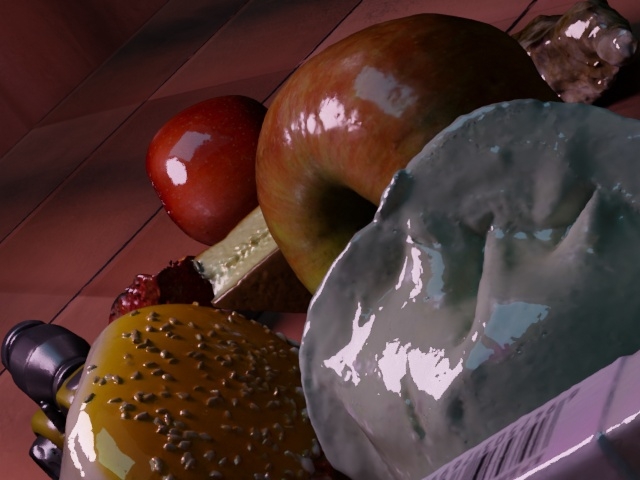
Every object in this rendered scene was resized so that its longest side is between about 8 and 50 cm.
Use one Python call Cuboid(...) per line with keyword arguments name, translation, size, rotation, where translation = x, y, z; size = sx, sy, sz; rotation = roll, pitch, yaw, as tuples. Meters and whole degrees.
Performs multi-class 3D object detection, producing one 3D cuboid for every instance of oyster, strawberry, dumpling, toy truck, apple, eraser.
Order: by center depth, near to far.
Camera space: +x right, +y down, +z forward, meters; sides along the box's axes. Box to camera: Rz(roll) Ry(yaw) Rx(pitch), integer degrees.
Cuboid(name="eraser", translation=(0.149, 0.156, 0.784), size=(0.287, 0.130, 0.086), rotation=(-41, 11, 39))
Cuboid(name="dumpling", translation=(0.150, 0.073, 0.959), size=(0.320, 0.212, 0.270), rotation=(-25, 58, -6))
Cuboid(name="apple", translation=(0.097, -0.060, 1.198), size=(0.250, 0.277, 0.309), rotation=(-33, 31, -35))
Cuboid(name="toy truck", translation=(-0.225, 0.157, 1.393), size=(0.147, 0.165, 0.224), rotation=(-44, 23, -17))
Cuboid(name="strawberry", translation=(-0.151, 0.078, 1.495), size=(0.140, 0.085, 0.192), rotation=(-18, -16, -40))
Cuboid(name="oyster", translation=(0.210, -0.188, 1.503), size=(0.396, 0.111, 0.204), rotation=(-19, 25, 47))
Cuboid(name="apple", translation=(-0.115, -0.083, 1.693), size=(0.168, 0.181, 0.181), rotation=(-34, 22, 7))

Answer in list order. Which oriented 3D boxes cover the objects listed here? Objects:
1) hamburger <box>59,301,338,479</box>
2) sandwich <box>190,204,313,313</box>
Cuboid(name="hamburger", translation=(-0.089, 0.158, 1.115), size=(0.151, 0.227, 0.295), rotation=(-53, 17, 28))
Cuboid(name="sandwich", translation=(0.000, 0.000, 1.420), size=(0.235, 0.128, 0.122), rotation=(-38, 25, 2))
